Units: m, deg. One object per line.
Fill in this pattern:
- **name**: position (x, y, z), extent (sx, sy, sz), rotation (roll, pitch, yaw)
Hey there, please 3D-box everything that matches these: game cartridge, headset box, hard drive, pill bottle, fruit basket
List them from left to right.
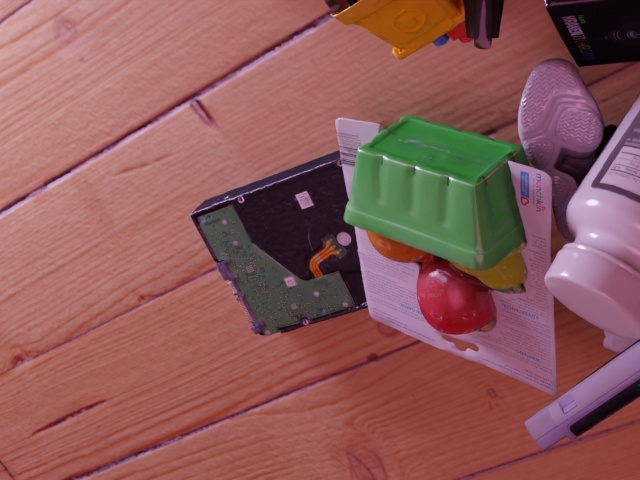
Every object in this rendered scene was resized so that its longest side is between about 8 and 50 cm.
- **hard drive**: position (0.000, 0.000, 1.700), extent (0.339, 0.064, 0.236), rotation (-20, 107, 27)
- **fruit basket**: position (0.176, 0.014, 1.503), extent (0.327, 0.165, 0.353), rotation (20, 140, 38)
- **pill bottle**: position (0.397, -0.051, 1.315), extent (0.176, 0.176, 0.318), rotation (35, 80, 1)
- **game cartridge**: position (0.425, 0.133, 1.396), extent (0.068, 0.230, 0.355), rotation (51, 138, 10)
- **headset box**: position (0.413, -0.299, 1.273), extent (0.283, 0.246, 0.131), rotation (-2, 82, 20)

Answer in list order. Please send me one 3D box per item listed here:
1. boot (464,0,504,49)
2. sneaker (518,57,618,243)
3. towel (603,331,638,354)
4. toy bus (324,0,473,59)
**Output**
- **boot**: position (0.197, -0.313, 1.374), extent (0.077, 0.198, 0.137), rotation (3, 108, 15)
- **sneaker**: position (0.326, -0.132, 1.454), extent (0.101, 0.153, 0.268), rotation (-9, 122, 24)
- **towel**: position (0.528, 0.056, 1.466), extent (0.317, 0.053, 0.331), rotation (25, 125, 39)
- **toy bus**: position (0.114, -0.342, 1.436), extent (0.149, 0.220, 0.211), rotation (-30, 138, 31)
